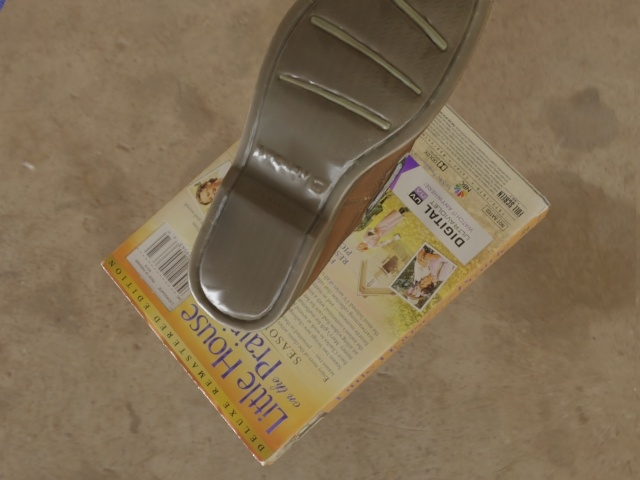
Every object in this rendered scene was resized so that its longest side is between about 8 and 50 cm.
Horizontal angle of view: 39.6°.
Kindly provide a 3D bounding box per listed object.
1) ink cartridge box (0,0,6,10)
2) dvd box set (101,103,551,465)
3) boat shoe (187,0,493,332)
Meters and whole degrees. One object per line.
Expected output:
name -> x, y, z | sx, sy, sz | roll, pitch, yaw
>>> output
ink cartridge box -> -0.558, -0.362, 1.272 | 0.396, 0.151, 0.269 | 1, 66, 51
dvd box set -> 0.000, 0.000, 1.014 | 0.420, 0.062, 0.307 | -43, 72, -2
boat shoe -> 0.010, -0.079, 0.598 | 0.111, 0.104, 0.307 | 39, 116, 4
